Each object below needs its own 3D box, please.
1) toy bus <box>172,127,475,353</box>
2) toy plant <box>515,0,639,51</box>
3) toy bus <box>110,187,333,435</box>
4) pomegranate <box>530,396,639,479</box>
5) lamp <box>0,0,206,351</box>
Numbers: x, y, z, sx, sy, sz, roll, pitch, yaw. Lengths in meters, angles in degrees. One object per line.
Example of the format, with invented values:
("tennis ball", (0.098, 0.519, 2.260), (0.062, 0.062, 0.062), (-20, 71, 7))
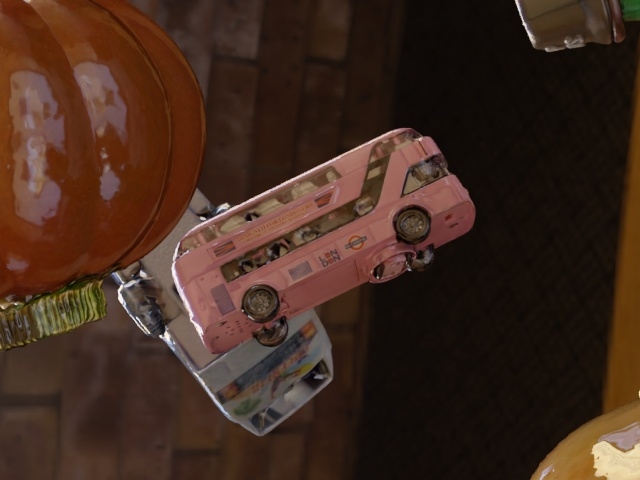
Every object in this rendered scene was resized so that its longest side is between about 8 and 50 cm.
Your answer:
("toy bus", (0.000, 0.000, 1.064), (0.090, 0.203, 0.063), (62, 174, 24))
("toy plant", (0.289, -0.247, 1.519), (0.200, 0.143, 0.105), (-19, 97, 11))
("toy bus", (-0.117, 0.006, 1.218), (0.109, 0.136, 0.330), (-39, 49, -7))
("pomegranate", (0.274, 0.257, 0.811), (0.411, 0.411, 0.412), (-8, 81, 53))
("lamp", (-0.165, -0.046, 0.794), (0.223, 0.223, 0.197), (-9, 95, 53))
